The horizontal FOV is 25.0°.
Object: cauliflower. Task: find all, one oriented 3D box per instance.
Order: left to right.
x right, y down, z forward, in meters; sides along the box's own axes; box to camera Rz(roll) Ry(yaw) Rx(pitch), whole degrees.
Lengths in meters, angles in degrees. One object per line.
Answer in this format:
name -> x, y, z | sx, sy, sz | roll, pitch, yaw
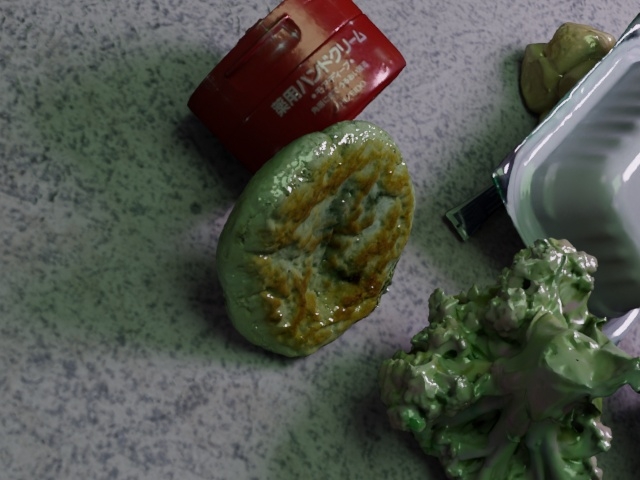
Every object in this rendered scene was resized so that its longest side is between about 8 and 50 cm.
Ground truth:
cauliflower -> 0.198, 0.120, 1.319 | 0.239, 0.315, 0.256 | 35, 74, -10

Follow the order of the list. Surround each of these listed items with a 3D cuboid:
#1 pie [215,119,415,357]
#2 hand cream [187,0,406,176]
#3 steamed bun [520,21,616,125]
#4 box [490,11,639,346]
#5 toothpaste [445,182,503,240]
pie -> 0.000, 0.000, 1.323 | 0.240, 0.240, 0.054 | -21, 40, -38
hand cream -> -0.022, -0.151, 1.394 | 0.125, 0.193, 0.193 | 45, 50, -2
steamed bun -> 0.334, -0.166, 1.679 | 0.178, 0.106, 0.192 | 11, 60, -25
box -> 0.360, -0.064, 1.558 | 0.336, 0.106, 0.264 | -46, 115, -32
toothpaste -> 0.185, -0.045, 1.572 | 0.140, 0.021, 0.037 | -36, 87, -38
